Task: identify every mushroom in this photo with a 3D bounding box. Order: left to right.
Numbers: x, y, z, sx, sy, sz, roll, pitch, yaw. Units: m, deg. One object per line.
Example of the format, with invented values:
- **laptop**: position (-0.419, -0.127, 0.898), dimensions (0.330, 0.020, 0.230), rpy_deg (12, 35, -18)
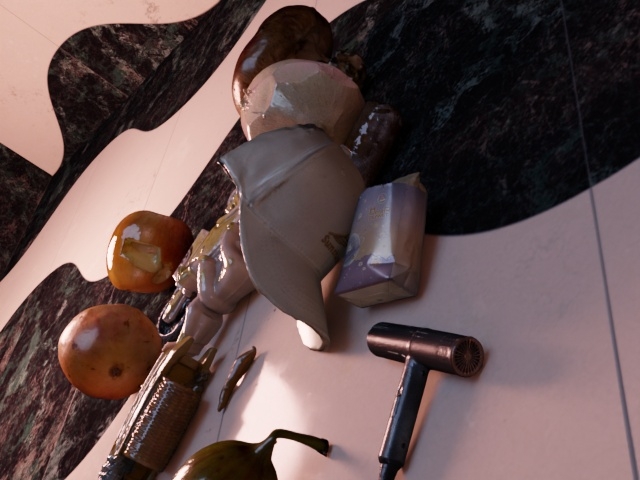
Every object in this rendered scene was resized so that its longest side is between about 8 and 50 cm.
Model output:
- **mushroom**: position (-0.052, -0.315, 1.622), dimensions (0.267, 0.267, 0.255), rpy_deg (-44, 61, 21)

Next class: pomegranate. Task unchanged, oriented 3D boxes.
- **pomegranate**: position (-0.399, 0.206, 1.568), dimensions (0.191, 0.191, 0.191), rpy_deg (-40, 29, 28)

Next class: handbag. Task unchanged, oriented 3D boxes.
- **handbag**: position (0.091, -0.001, 1.100), dimensions (0.117, 0.095, 0.173), rpy_deg (-16, 52, 47)

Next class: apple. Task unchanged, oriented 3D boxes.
- **apple**: position (-0.367, 0.029, 1.752), dimensions (0.199, 0.199, 0.199), rpy_deg (-40, 29, 28)

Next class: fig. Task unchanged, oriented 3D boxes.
- **fig**: position (-0.105, 0.302, 0.995), dimensions (0.186, 0.148, 0.142), rpy_deg (-61, -8, 18)

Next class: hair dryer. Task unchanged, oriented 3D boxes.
- **hair dryer**: position (0.085, 0.188, 0.932), dimensions (0.173, 0.050, 0.195), rpy_deg (1, 63, 63)

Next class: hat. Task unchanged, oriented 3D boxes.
- **hat**: position (-0.007, -0.001, 1.158), dimensions (0.168, 0.258, 0.302), rpy_deg (-20, 55, 14)

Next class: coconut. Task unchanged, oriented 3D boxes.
- **coconut**: position (-0.025, -0.206, 1.402), dimensions (0.224, 0.224, 0.234), rpy_deg (-50, 14, 8)

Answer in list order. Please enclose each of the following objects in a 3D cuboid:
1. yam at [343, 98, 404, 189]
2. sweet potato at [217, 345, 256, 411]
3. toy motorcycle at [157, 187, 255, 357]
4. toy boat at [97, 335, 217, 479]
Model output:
- **yam**: position (0.076, -0.153, 1.317), dimensions (0.141, 0.079, 0.079), rpy_deg (-61, 26, -10)
- **sweet potato**: position (-0.134, 0.214, 1.291), dimensions (0.115, 0.026, 0.026), rpy_deg (-60, 26, -7)
- **toy motorcycle**: position (-0.168, 0.046, 1.462), dimensions (0.223, 0.108, 0.341), rpy_deg (18, 75, 55)
- **toy boat**: position (-0.266, 0.300, 1.333), dimensions (0.115, 0.089, 0.310), rpy_deg (0, 58, 56)
